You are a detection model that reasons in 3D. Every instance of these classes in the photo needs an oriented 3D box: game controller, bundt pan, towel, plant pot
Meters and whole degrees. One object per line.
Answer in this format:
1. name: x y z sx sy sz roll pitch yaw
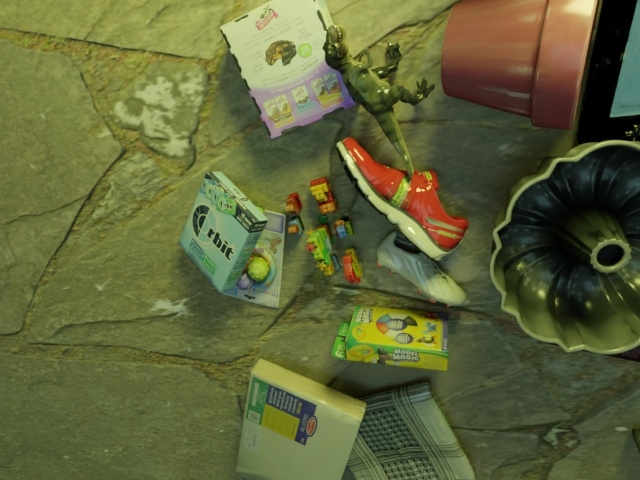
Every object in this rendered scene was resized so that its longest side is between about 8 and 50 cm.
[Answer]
1. game controller: 0.458 -0.258 0.650 0.166 0.067 0.319 1 132 16
2. bundt pan: 0.414 0.002 0.727 0.330 0.124 0.331 3 111 7
3. towel: 0.176 0.494 1.142 0.312 0.056 0.324 -21 110 23
4. plant pot: 0.274 -0.264 0.672 0.180 0.201 0.201 12 119 26

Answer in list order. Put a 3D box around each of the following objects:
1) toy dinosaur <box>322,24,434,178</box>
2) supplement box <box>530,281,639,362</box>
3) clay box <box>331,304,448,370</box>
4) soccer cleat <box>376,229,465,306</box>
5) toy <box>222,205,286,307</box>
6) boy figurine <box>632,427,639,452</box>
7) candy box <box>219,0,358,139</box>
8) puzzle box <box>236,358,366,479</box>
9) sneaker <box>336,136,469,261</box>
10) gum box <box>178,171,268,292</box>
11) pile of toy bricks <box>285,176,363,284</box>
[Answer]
1. toy dinosaur: 0.106 -0.239 0.765 0.118 0.064 0.268 -45 114 -9
2. supplement box: 0.514 0.135 0.863 0.239 0.073 0.130 11 118 10
3. clay box: 0.140 0.188 0.957 0.222 0.127 0.053 4 116 12
4. soccer cleat: 0.198 0.056 0.913 0.196 0.068 0.076 32 116 1
5. toy: -0.151 0.043 1.001 0.136 0.056 0.237 14 118 10
6. boy figurine: 0.740 0.329 0.893 0.177 0.092 0.285 33 122 0
7. candy box: -0.045 -0.293 0.797 0.164 0.070 0.196 -16 111 22
8. puzzle box: -0.060 0.492 1.175 0.272 0.052 0.409 20 123 12
9. sneaker: 0.145 -0.090 0.849 0.279 0.107 0.118 43 95 -6
10. gum box: -0.198 -0.017 0.954 0.157 0.041 0.184 44 123 24
11. pile of toy bricks: 0.000 0.000 0.912 0.118 0.105 0.212 -14 111 21
